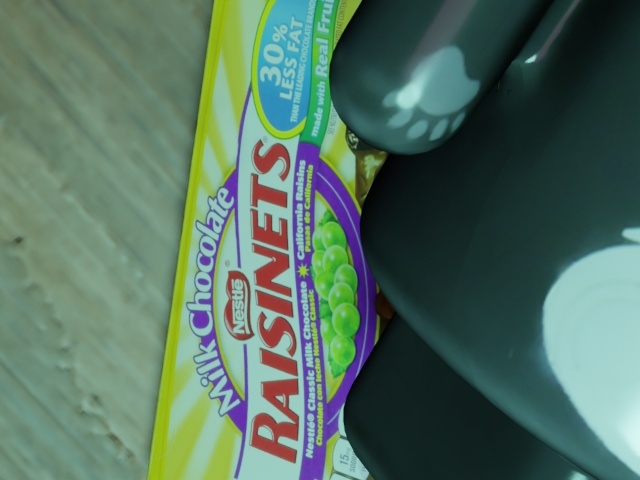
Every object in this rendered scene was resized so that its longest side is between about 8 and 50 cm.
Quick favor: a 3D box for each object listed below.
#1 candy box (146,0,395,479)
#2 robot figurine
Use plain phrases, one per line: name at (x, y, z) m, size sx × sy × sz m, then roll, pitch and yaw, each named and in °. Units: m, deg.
candy box at (0.000, 0.000, 0.626) m, size 0.105 × 0.027 × 0.205 m, roll 18°, pitch 105°, yaw 38°
robot figurine at (0.119, -0.029, 0.511) m, size 0.174 × 0.209 × 0.278 m, roll 35°, pitch 104°, yaw 15°
